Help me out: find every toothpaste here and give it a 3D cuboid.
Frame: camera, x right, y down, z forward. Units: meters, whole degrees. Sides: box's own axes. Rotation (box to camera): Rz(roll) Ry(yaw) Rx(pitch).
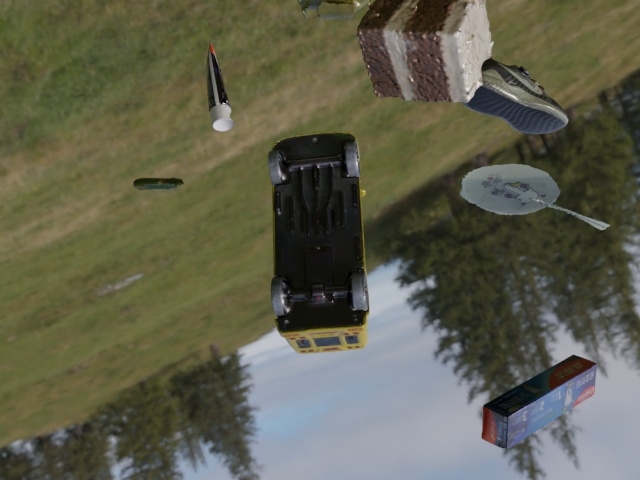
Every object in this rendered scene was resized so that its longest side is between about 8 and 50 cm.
[{"bbox_3d":[0.447,0.321,1.845,0.320,0.076,0.066,-17,-155,-41],"label":"toothpaste"},{"bbox_3d":[-0.218,-0.320,1.901,0.045,0.193,0.071,-5,152,-17],"label":"toothpaste"}]

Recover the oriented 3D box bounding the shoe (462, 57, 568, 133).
[{"bbox_3d":[0.358,-0.276,1.681,0.227,0.112,0.099,17,152,-22],"label":"shoe"}]

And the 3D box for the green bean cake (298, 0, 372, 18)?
[{"bbox_3d":[0.058,-0.620,1.793,0.202,0.310,0.285,7,158,9],"label":"green bean cake"}]

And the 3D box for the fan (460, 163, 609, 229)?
[{"bbox_3d":[0.539,-0.094,2.244,0.415,0.012,0.233,18,152,-15],"label":"fan"}]

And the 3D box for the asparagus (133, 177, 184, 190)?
[{"bbox_3d":[-0.305,-0.107,1.743,0.108,0.025,0.021,1,-172,19],"label":"asparagus"}]

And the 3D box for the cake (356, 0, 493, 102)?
[{"bbox_3d":[0.146,-0.272,1.235,0.147,0.134,0.135,5,-130,30],"label":"cake"}]

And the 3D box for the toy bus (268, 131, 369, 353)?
[{"bbox_3d":[0.000,0.000,1.404,0.145,0.331,0.151,-6,153,7],"label":"toy bus"}]
